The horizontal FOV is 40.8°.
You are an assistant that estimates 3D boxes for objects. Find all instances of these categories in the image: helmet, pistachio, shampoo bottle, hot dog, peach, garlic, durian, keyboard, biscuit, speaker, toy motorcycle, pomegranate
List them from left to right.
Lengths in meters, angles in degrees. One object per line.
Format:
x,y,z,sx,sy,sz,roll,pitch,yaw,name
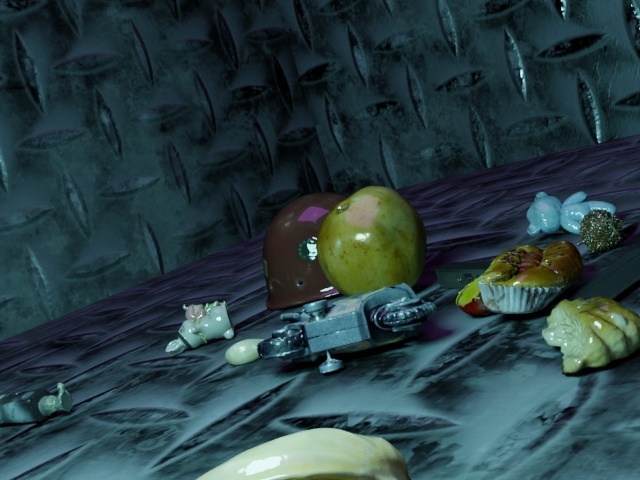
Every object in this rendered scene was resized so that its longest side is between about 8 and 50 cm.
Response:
-0.545,0.308,1.610,0.208,0.063,0.057,-13,20,30,shampoo bottle
-0.141,0.202,1.556,0.083,0.041,0.053,-22,-1,26,garlic
-0.029,0.231,0.642,0.229,0.157,0.157,-23,7,-1,pistachio
0.000,0.000,2.039,0.338,0.230,0.385,-18,8,3,helmet
0.050,0.136,1.370,0.307,0.108,0.173,-15,-2,24,toy motorcycle
0.098,0.011,1.687,0.233,0.233,0.233,-17,7,2,pomegranate
0.288,0.064,1.580,0.046,0.040,0.191,-24,9,-27,speaker
0.258,0.092,1.373,0.077,0.050,0.083,-42,4,-13,peach
0.336,0.051,1.350,0.144,0.075,0.268,-2,10,26,hot dog
0.335,0.105,1.061,0.118,0.061,0.183,-15,7,6,biscuit
0.499,-0.017,1.548,0.091,0.080,0.080,-28,7,2,durian
0.498,0.033,1.357,0.381,0.041,0.103,-31,15,-39,keyboard

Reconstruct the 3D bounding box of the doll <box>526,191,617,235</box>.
0.520,-0.047,1.788,0.180,0.075,0.120,7,48,21,doll

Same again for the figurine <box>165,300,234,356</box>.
-0.259,0.184,1.816,0.146,0.081,0.098,-18,43,1,figurine
